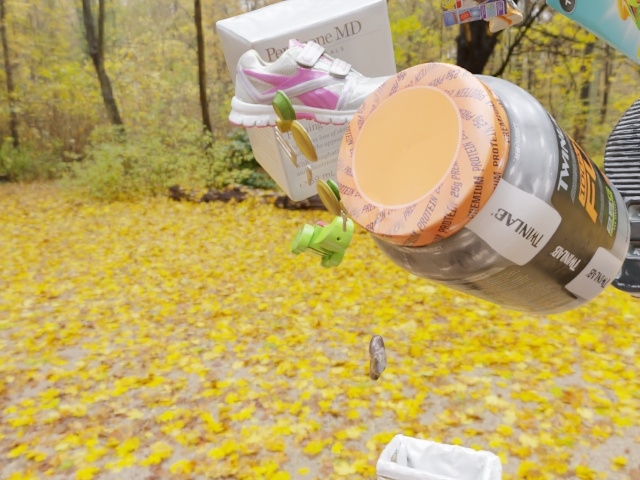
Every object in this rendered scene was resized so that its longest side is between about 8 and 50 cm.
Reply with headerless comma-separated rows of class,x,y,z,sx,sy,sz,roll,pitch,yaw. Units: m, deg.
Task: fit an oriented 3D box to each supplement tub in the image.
supplement tub,0.173,-0.038,0.557,0.193,0.193,0.316,9,-7,44

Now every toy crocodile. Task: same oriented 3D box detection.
toy crocodile,0.000,0.000,1.343,0.115,0.105,0.340,24,-7,-6

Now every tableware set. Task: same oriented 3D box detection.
tableware set,-0.004,-0.087,0.590,0.024,0.154,0.104,-32,-18,-11

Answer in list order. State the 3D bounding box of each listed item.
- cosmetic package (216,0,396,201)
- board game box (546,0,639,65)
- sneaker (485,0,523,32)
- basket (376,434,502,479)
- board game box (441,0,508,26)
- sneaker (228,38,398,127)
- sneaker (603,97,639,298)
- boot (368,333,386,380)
cosmetic package,-0.022,-0.374,1.373,0.329,0.393,0.327,-23,34,-12
board game box,0.410,-0.354,0.658,0.079,0.254,0.336,-19,46,-4
sneaker,0.446,-0.585,1.368,0.084,0.083,0.215,-17,-6,28
basket,0.333,0.742,1.553,0.331,0.266,0.328,5,-4,18
board game box,0.312,-0.548,1.135,0.136,0.035,0.201,-5,-34,18
sneaker,-0.007,-0.220,0.755,0.252,0.111,0.103,-3,20,1
sneaker,0.520,-0.068,0.866,0.122,0.330,0.146,10,-7,42
boot,0.123,0.237,1.158,0.037,0.106,0.114,2,-25,3
